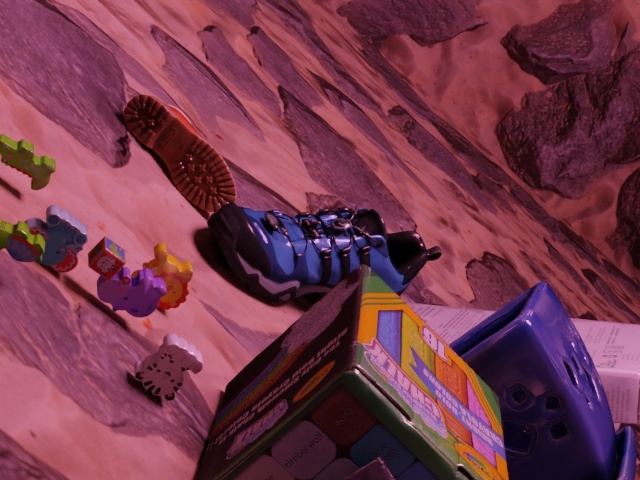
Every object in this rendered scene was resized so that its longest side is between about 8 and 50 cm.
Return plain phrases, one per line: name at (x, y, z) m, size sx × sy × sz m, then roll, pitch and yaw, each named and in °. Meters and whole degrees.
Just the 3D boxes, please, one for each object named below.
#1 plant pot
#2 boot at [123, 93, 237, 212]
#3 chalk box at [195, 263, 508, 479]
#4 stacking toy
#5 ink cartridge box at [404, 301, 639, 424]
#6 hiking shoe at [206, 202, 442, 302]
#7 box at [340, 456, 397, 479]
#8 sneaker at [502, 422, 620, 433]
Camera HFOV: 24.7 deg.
plant pot at (0.175, 0.200, 1.408) m, size 0.212 × 0.236 × 0.236 m, roll 55°, pitch 15°, yaw 2°
boot at (-0.139, -0.095, 1.587) m, size 0.158 × 0.059 × 0.084 m, roll 50°, pitch 10°, yaw 9°
chalk box at (0.026, 0.179, 1.139) m, size 0.179 × 0.180 × 0.289 m, roll 45°, pitch 17°, yaw -11°
stacking toy at (-0.188, 0.020, 1.191) m, size 0.221 × 0.052 × 0.167 m, roll 39°, pitch 16°, yaw -24°
ink cartridge box at (0.223, 0.140, 1.731) m, size 0.324 × 0.330 × 0.071 m, roll -22°, pitch 115°, yaw -73°
hiking shoe at (0.000, 0.000, 1.579) m, size 0.304 × 0.132 × 0.113 m, roll 22°, pitch 30°, yaw -53°
box at (0.118, 0.327, 0.925) m, size 0.293 × 0.073 × 0.295 m, roll 46°, pitch -17°, yaw 51°
sneaker at (0.289, 0.240, 1.750) m, size 0.094 × 0.153 × 0.235 m, roll 48°, pitch 15°, yaw 4°
